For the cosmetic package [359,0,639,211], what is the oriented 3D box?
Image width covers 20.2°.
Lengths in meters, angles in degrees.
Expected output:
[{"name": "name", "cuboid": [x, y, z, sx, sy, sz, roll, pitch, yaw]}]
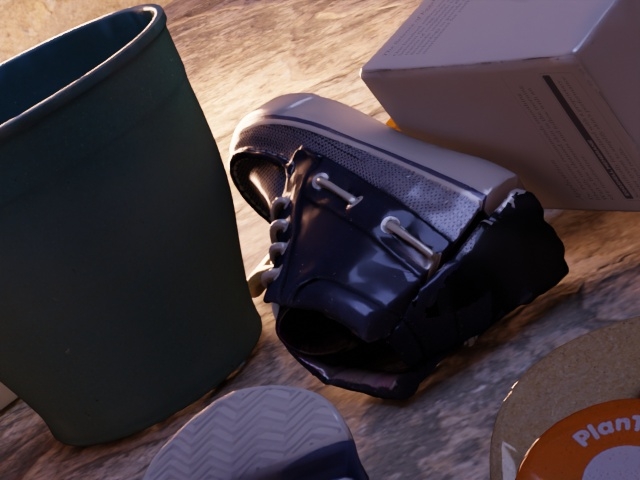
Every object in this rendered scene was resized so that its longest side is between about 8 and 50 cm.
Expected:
[{"name": "cosmetic package", "cuboid": [0.188, -0.141, 1.189, 0.224, 0.138, 0.225, -49, 27, -21]}]

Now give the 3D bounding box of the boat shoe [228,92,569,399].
[{"name": "boat shoe", "cuboid": [0.000, 0.000, 1.238, 0.158, 0.127, 0.340, -39, 29, -22]}]

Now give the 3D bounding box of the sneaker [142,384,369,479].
[{"name": "sneaker", "cuboid": [0.017, 0.223, 0.632, 0.127, 0.182, 0.315, -19, 48, 31]}]

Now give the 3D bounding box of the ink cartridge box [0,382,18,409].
[{"name": "ink cartridge box", "cuboid": [-0.303, 0.062, 1.563, 0.128, 0.127, 0.176, -39, 20, -33]}]

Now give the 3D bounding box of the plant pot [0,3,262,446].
[{"name": "plant pot", "cuboid": [-0.177, 0.000, 1.335, 0.272, 0.255, 0.271, -26, 18, 9]}]

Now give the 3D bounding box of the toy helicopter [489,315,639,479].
[{"name": "toy helicopter", "cuboid": [0.242, 0.070, 0.696, 0.355, 0.140, 0.235, -7, 39, 12]}]

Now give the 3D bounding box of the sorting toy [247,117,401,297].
[{"name": "sorting toy", "cuboid": [0.084, -0.058, 1.485, 0.229, 0.041, 0.307, -22, 17, 33]}]
